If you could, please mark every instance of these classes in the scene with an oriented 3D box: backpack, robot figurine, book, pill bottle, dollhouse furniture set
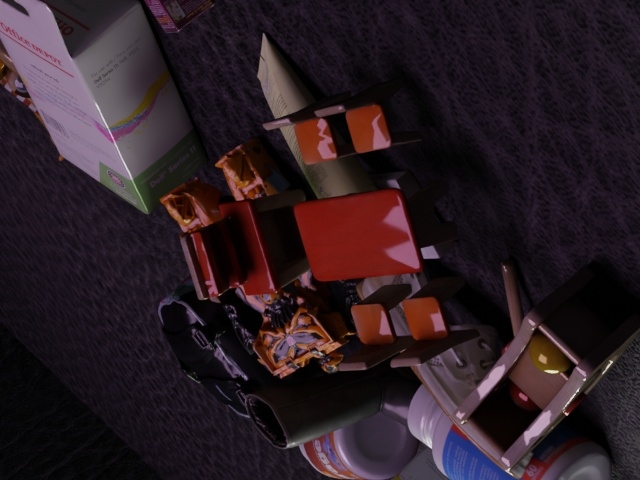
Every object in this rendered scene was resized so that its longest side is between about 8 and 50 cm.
[{"bbox_3d":[-0.102,0.124,2.152,0.225,0.191,0.253,51,158,-5],"label":"backpack"},{"bbox_3d":[-0.062,0.037,1.939,0.211,0.085,0.291,-32,89,34],"label":"robot figurine"},{"bbox_3d":[0.076,-0.026,1.723,0.096,0.035,0.144,59,159,-14],"label":"book"},{"bbox_3d":[0.202,0.231,1.786,0.221,0.124,0.124,30,153,41],"label":"pill bottle"},{"bbox_3d":[0.000,0.000,1.576,0.259,0.135,0.262,-8,102,48],"label":"dollhouse furniture set"},{"bbox_3d":[0.044,0.266,2.205,0.121,0.121,0.216,52,161,-6],"label":"pill bottle"}]

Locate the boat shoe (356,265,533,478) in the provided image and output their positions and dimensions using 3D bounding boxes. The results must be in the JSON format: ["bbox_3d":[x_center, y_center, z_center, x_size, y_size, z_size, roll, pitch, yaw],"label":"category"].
[{"bbox_3d":[0.149,0.124,1.710,0.277,0.096,0.098,53,-177,23],"label":"boat shoe"}]

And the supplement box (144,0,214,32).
[{"bbox_3d":[-0.163,-0.275,1.749,0.083,0.055,0.043,58,161,-20],"label":"supplement box"}]

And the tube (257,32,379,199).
[{"bbox_3d":[-0.005,-0.105,1.703,0.070,0.062,0.240,-43,68,29],"label":"tube"}]

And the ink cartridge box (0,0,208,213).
[{"bbox_3d":[-0.291,-0.223,2.026,0.207,0.119,0.353,33,156,37],"label":"ink cartridge box"}]

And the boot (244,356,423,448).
[{"bbox_3d":[0.040,0.210,1.971,0.190,0.208,0.076,25,116,47],"label":"boot"}]

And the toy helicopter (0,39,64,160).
[{"bbox_3d":[-0.386,-0.197,2.335,0.235,0.140,0.355,30,165,24],"label":"toy helicopter"}]

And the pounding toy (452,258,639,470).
[{"bbox_3d":[0.186,0.109,1.547,0.155,0.154,0.269,45,160,13],"label":"pounding toy"}]

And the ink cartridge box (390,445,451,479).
[{"bbox_3d":[0.140,0.349,2.062,0.128,0.176,0.127,46,160,11],"label":"ink cartridge box"}]
